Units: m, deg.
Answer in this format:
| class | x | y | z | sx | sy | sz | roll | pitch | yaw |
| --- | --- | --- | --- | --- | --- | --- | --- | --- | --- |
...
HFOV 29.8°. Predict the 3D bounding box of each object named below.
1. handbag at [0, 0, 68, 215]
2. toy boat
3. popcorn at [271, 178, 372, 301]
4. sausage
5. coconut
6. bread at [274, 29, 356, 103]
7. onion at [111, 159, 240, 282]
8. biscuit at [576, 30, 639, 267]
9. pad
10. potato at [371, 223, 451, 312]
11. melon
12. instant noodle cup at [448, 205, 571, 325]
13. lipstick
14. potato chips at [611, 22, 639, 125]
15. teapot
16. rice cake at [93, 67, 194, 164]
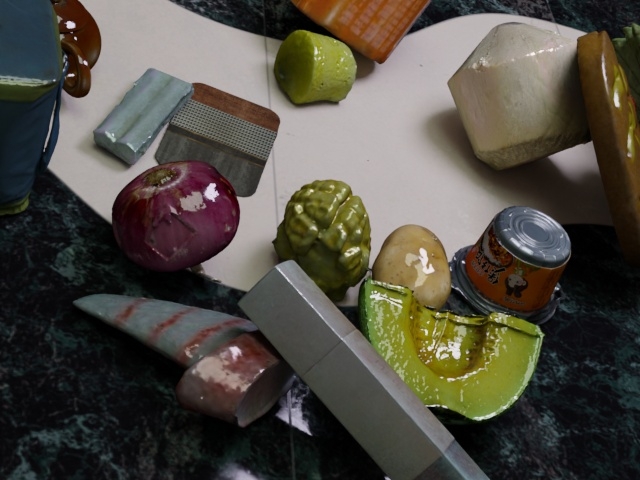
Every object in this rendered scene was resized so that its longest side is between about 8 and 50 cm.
| class | x | y | z | sx | sy | sz | roll | pitch | yaw |
| --- | --- | --- | --- | --- | --- | --- | --- | --- | --- |
| handbag | -0.463 | -0.193 | 1.606 | 0.222 | 0.241 | 0.263 | 1 | 46 | -26 |
| toy boat | -0.176 | 0.126 | 1.534 | 0.282 | 0.096 | 0.206 | 24 | 31 | 19 |
| popcorn | 0.012 | 0.000 | 1.703 | 0.142 | 0.173 | 0.173 | 1 | 44 | -15 |
| sausage | 0.108 | -0.491 | 2.146 | 0.233 | 0.287 | 0.233 | 35 | 15 | -11 |
| coconut | 0.349 | -0.258 | 2.080 | 0.239 | 0.239 | 0.244 | -18 | 89 | -40 |
| bread | -0.009 | -0.300 | 2.069 | 0.114 | 0.111 | 0.129 | 2 | 48 | -36 |
| onion | -0.196 | -0.031 | 1.635 | 0.177 | 0.153 | 0.177 | 2 | 50 | -3 |
| biscuit | 0.502 | -0.157 | 1.986 | 0.070 | 0.394 | 0.350 | -13 | 20 | 19 |
| pad | -0.077 | -0.156 | 1.903 | 0.323 | 0.055 | 0.250 | 6 | 39 | 6 |
| potato | 0.134 | 0.045 | 1.742 | 0.118 | 0.109 | 0.178 | 19 | 33 | 1 |
| melon | 0.150 | 0.172 | 1.609 | 0.265 | 0.129 | 0.169 | 17 | 60 | -14 |
| instant noodle cup | 0.302 | 0.029 | 1.832 | 0.208 | 0.125 | 0.177 | -3 | 47 | -29 |
| lipstick | 0.053 | 0.186 | 1.484 | 0.371 | 0.080 | 0.076 | 48 | 17 | 7 |
| potato chips | 0.599 | -0.206 | 2.150 | 0.097 | 0.373 | 0.389 | -20 | 36 | 10 |
| teapot | -0.415 | -0.320 | 1.858 | 0.178 | 0.135 | 0.252 | -15 | 52 | -33 |
| rice cake | -0.273 | -0.196 | 1.859 | 0.085 | 0.040 | 0.226 | 21 | 40 | 5 |
